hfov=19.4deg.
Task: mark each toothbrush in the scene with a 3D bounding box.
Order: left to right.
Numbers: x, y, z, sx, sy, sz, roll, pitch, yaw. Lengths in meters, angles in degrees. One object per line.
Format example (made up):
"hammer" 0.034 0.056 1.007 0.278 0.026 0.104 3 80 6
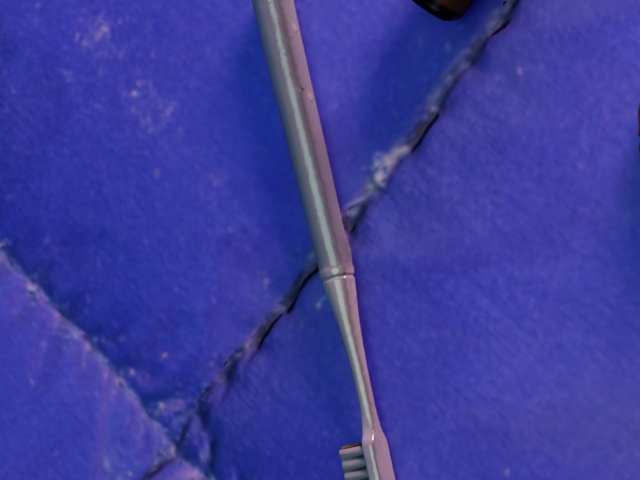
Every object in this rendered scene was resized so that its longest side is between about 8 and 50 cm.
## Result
"toothbrush" 0.002 -0.001 1.178 0.030 0.025 0.342 -14 83 27

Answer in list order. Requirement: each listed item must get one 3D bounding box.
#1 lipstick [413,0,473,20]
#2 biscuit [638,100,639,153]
"lipstick" 0.161 -0.283 1.089 0.057 0.057 0.356 42 107 21
"biscuit" 0.295 -0.058 1.034 0.247 0.029 0.118 15 88 26
